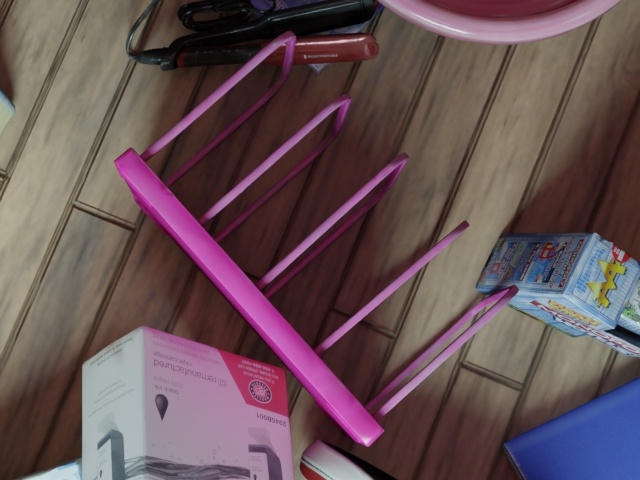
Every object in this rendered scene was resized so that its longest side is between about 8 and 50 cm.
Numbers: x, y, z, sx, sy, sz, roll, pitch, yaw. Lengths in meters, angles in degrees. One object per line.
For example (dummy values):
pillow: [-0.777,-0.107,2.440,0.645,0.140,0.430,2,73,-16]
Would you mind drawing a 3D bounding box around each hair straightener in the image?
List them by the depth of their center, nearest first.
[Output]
hair straightener: [-0.063,-0.193,1.300,0.230,0.047,0.089,-6,66,12]

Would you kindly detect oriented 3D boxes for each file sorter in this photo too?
file sorter: [0.000,0.000,1.213,0.182,0.202,0.290,-42,87,-7]

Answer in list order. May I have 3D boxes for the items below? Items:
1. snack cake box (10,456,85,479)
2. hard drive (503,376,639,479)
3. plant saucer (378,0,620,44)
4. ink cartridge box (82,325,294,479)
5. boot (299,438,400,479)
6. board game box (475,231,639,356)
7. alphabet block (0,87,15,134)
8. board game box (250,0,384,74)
snack cake box: [-0.204,0.320,1.207,0.152,0.089,0.264,-20,84,20]
hard drive: [0.346,0.197,1.245,0.319,0.040,0.210,-25,62,-3]
plant saucer: [0.155,-0.333,1.309,0.332,0.084,0.332,0,85,-3]
ink cartridge box: [-0.104,0.197,1.169,0.159,0.092,0.218,21,52,-37]
boot: [0.039,0.292,1.214,0.244,0.088,0.176,38,97,33]
board game box: [0.239,0.050,1.218,0.194,0.194,0.060,26,84,1]
alphabet block: [-0.396,-0.091,1.216,0.193,0.192,0.197,29,83,3]
board game box: [-0.004,-0.213,1.324,0.090,0.020,0.090,43,86,3]
